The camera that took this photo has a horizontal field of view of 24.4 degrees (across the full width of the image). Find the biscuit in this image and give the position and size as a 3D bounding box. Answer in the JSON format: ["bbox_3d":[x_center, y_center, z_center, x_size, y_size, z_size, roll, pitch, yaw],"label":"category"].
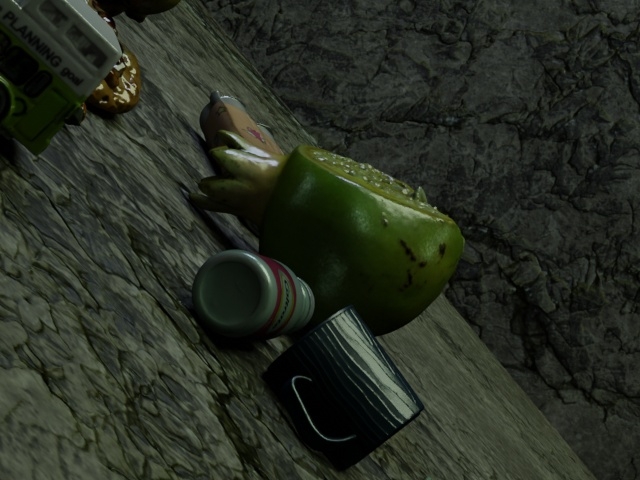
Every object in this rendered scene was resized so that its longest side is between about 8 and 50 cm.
[{"bbox_3d":[-0.337,-0.298,1.840,0.334,0.081,0.289,48,9,-13],"label":"biscuit"}]

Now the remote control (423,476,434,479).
[{"bbox_3d":[0.160,0.339,1.791,0.053,0.018,0.124,44,9,-38],"label":"remote control"}]

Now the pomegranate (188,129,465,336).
[{"bbox_3d":[0.000,0.000,1.910,0.359,0.216,0.310,18,12,-5],"label":"pomegranate"}]

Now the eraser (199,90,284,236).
[{"bbox_3d":[-0.090,-0.096,2.219,0.171,0.087,0.290,45,9,-36],"label":"eraser"}]

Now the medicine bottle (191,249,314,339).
[{"bbox_3d":[-0.064,0.062,1.590,0.090,0.090,0.217,51,8,13],"label":"medicine bottle"}]

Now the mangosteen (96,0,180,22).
[{"bbox_3d":[-0.308,-0.476,2.186,0.307,0.307,0.346,-114,-167,-65],"label":"mangosteen"}]

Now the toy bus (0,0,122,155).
[{"bbox_3d":[-0.323,-0.220,1.309,0.302,0.139,0.113,44,7,-27],"label":"toy bus"}]

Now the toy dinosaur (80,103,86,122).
[{"bbox_3d":[-0.382,-0.295,1.525,0.432,0.097,0.208,51,-2,-8],"label":"toy dinosaur"}]

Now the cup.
[{"bbox_3d":[0.017,0.167,1.574,0.138,0.150,0.113,52,-26,8],"label":"cup"}]
